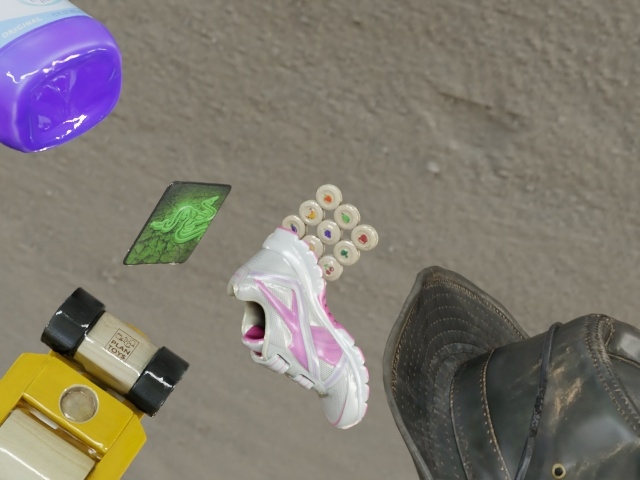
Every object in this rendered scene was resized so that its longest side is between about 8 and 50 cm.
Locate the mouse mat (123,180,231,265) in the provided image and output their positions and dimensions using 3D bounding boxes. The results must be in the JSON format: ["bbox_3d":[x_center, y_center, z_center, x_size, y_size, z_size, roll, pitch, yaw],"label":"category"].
[{"bbox_3d":[-0.214,-0.025,1.900,0.007,0.153,0.189,38,-165,18],"label":"mouse mat"}]

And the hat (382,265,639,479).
[{"bbox_3d":[0.175,0.146,0.744,0.134,0.331,0.331,-26,133,24],"label":"hat"}]

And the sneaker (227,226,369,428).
[{"bbox_3d":[-0.032,0.115,1.447,0.252,0.111,0.103,65,161,-14],"label":"sneaker"}]

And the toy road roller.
[{"bbox_3d":[-0.349,0.253,1.757,0.202,0.329,0.240,35,148,-2],"label":"toy road roller"}]

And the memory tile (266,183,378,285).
[{"bbox_3d":[0.000,0.000,1.743,0.113,0.012,0.148,50,120,3],"label":"memory tile"}]

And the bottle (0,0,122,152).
[{"bbox_3d":[-0.280,-0.176,0.977,0.283,0.118,0.092,37,141,28],"label":"bottle"}]
